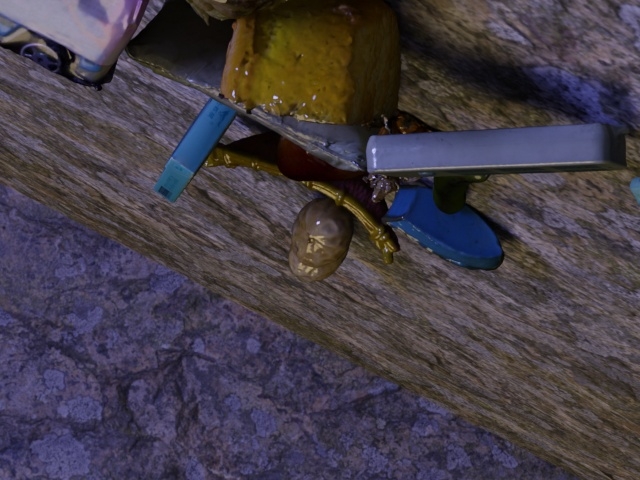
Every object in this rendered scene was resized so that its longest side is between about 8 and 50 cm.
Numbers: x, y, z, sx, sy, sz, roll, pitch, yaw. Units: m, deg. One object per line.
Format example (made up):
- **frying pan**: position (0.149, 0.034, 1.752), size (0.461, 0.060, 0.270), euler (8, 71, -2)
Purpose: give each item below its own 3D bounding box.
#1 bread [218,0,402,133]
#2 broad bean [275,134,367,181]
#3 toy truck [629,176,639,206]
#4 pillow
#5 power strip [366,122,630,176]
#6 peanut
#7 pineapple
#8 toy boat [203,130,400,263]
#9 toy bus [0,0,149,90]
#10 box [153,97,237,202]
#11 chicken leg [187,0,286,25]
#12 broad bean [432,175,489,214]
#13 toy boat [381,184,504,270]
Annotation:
- **bread**: position (-0.003, -0.190, 1.395), size (0.160, 0.147, 0.260), euler (16, -170, 16)
- **broad bean**: position (0.008, -0.117, 1.829), size (0.165, 0.084, 0.114), euler (5, 171, 44)
- **toy truck**: position (0.384, -0.043, 1.195), size (0.155, 0.156, 0.279), euler (30, 166, -14)
- **pillow**: position (-0.068, -0.181, 1.594), size (0.302, 0.075, 0.185), euler (27, -149, -1)
- **power strip**: position (0.174, -0.089, 1.427), size (0.270, 0.046, 0.118), euler (-1, -178, 21)
- **peanut**: position (0.000, 0.000, 2.240), size (0.103, 0.098, 0.229), euler (-16, 165, -7)
- **pineapple**: position (0.089, -0.098, 1.716), size (0.114, 0.114, 0.077), euler (34, -176, -13)
- **toy boat**: position (-0.018, -0.080, 1.968), size (0.318, 0.099, 0.141), euler (28, -177, 19)
- **toy bus**: position (-0.340, -0.323, 1.415), size (0.386, 0.171, 0.162), euler (25, 134, -22)
- **box**: position (-0.149, -0.140, 1.859), size (0.041, 0.162, 0.229), euler (34, 167, -6)
- **chicken leg**: position (-0.133, -0.313, 1.134), size (0.201, 0.152, 0.429), euler (24, 173, 35)
- **broad bean**: position (0.174, -0.070, 1.768), size (0.069, 0.039, 0.227), euler (23, 167, -8)
- **toy boat**: position (0.171, -0.010, 1.921), size (0.185, 0.075, 0.077), euler (27, 165, -16)
